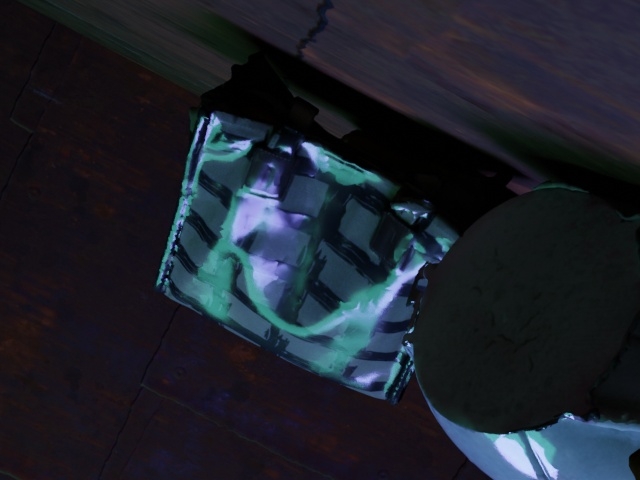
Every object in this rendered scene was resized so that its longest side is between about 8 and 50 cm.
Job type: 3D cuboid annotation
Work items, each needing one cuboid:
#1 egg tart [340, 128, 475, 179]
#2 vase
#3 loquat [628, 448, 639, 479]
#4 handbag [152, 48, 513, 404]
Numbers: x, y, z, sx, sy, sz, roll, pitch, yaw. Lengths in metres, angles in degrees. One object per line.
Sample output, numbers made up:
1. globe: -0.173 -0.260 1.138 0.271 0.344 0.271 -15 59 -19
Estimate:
1. egg tart: 0.138 -0.036 1.041 0.290 0.115 0.290 26 -176 -2
2. vase: 0.276 0.143 0.686 0.445 0.250 0.250 34 178 -34
3. loquat: 0.270 0.156 0.363 0.274 0.275 0.275 27 -177 -1
4. handbag: 0.000 0.000 0.887 0.325 0.163 0.327 25 145 3
